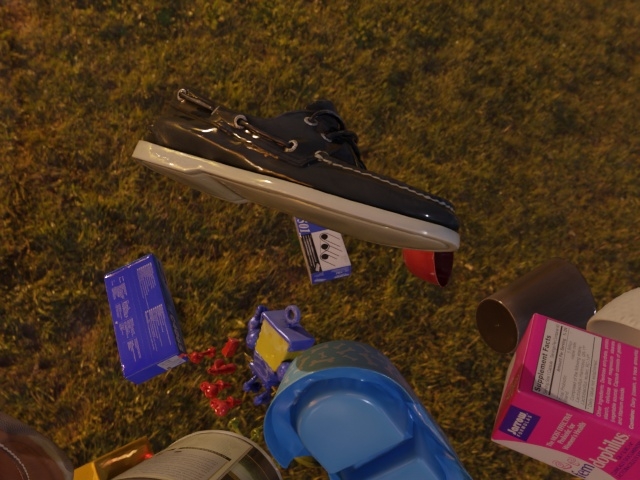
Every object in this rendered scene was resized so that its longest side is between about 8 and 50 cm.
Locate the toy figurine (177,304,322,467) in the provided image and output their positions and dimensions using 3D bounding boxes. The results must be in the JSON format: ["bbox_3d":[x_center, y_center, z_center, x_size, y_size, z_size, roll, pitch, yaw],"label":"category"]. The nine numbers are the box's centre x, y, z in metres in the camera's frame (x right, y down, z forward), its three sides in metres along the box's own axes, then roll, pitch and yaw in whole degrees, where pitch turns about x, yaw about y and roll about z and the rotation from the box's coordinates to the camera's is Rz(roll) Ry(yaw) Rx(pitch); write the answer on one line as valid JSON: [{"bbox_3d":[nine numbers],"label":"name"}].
[{"bbox_3d":[-0.091,0.232,1.060,0.191,0.217,0.362,14,17,-44],"label":"toy figurine"}]

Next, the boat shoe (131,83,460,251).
[{"bbox_3d":[-0.023,-0.080,0.521,0.340,0.127,0.113,17,82,30],"label":"boat shoe"}]

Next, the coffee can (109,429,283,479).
[{"bbox_3d":[-0.150,0.326,0.587,0.201,0.275,0.202,-1,80,4],"label":"coffee can"}]

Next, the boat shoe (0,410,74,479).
[{"bbox_3d":[-0.411,0.349,0.741,0.123,0.324,0.116,18,41,11],"label":"boat shoe"}]

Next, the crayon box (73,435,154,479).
[{"bbox_3d":[-0.565,0.596,1.393,0.318,0.202,0.081,-28,79,16],"label":"crayon box"}]

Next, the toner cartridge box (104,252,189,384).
[{"bbox_3d":[-0.507,0.219,1.594,0.165,0.075,0.348,-24,58,-1],"label":"toner cartridge box"}]

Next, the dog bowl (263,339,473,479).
[{"bbox_3d":[0.060,0.236,0.636,0.297,0.166,0.074,54,14,-20],"label":"dog bowl"}]

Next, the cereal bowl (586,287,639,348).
[{"bbox_3d":[0.542,0.181,0.734,0.141,0.339,0.339,-43,84,-4],"label":"cereal bowl"}]

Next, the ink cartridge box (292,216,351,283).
[{"bbox_3d":[0.000,0.000,1.323,0.097,0.046,0.207,-12,53,-6],"label":"ink cartridge box"}]

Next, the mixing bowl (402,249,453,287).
[{"bbox_3d":[0.271,0.028,1.415,0.098,0.181,0.181,0,53,29],"label":"mixing bowl"}]

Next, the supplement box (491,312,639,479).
[{"bbox_3d":[0.307,0.182,0.574,0.220,0.111,0.114,19,47,18],"label":"supplement box"}]

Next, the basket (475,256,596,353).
[{"bbox_3d":[0.480,0.161,1.254,0.226,0.154,0.204,-13,86,-26],"label":"basket"}]
